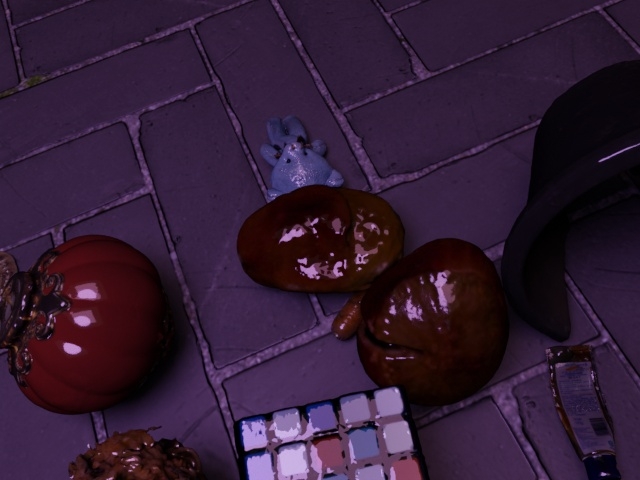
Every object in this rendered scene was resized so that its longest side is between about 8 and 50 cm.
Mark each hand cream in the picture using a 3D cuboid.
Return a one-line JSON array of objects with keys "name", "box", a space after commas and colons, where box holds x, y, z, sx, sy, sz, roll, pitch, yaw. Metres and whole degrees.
[{"name": "hand cream", "box": [0.322, 0.208, 0.685, 0.062, 0.039, 0.163, -6, 57, 6]}]

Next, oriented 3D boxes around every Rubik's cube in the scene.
[{"name": "Rubik's cube", "box": [0.021, 0.274, 0.602, 0.182, 0.187, 0.184, -11, 65, 1]}]

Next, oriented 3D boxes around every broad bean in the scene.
[{"name": "broad bean", "box": [-0.001, 0.000, 0.767, 0.228, 0.122, 0.156, -4, 49, 17]}]

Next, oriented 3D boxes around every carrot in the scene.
[{"name": "carrot", "box": [0.068, 0.070, 0.782, 0.035, 0.036, 0.165, 30, 68, 19]}]

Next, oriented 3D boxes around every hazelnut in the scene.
[{"name": "hazelnut", "box": [0.138, 0.094, 0.680, 0.177, 0.178, 0.204, 17, 109, 14]}]

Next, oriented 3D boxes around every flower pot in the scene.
[{"name": "flower pot", "box": [0.399, -0.069, 0.678, 0.379, 0.379, 0.251, 1, 48, 7]}]

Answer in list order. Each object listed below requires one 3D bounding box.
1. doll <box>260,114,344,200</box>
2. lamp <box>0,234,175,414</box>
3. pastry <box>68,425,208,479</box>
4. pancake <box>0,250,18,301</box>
[{"name": "doll", "box": [-0.040, -0.138, 0.873, 0.120, 0.075, 0.180, -15, 63, -4]}, {"name": "lamp", "box": [-0.289, 0.106, 0.716, 0.226, 0.227, 0.227, -3, 63, 5]}, {"name": "pastry", "box": [-0.177, 0.326, 0.551, 0.192, 0.275, 0.275, -20, 62, -23]}, {"name": "pancake", "box": [-0.518, 0.066, 0.864, 0.114, 0.011, 0.115, -3, 63, 5]}]
